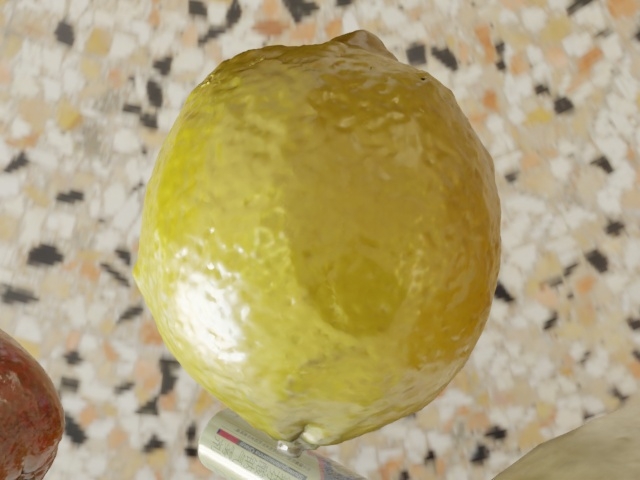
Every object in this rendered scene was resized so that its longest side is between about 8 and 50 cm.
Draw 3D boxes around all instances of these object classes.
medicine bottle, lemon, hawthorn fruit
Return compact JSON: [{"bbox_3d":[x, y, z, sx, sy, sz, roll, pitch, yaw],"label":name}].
[{"bbox_3d":[-0.004,0.206,1.435,0.059,0.231,0.059,-25,125,-41],"label":"medicine bottle"},{"bbox_3d":[0.000,0.000,0.914,0.192,0.192,0.231,10,87,-6],"label":"lemon"},{"bbox_3d":[-0.376,0.149,1.688,0.210,0.210,0.262,-36,87,13],"label":"hawthorn fruit"}]

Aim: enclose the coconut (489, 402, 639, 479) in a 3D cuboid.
[{"bbox_3d":[0.183,0.221,0.441,0.415,0.415,0.344,44,77,-18],"label":"coconut"}]
